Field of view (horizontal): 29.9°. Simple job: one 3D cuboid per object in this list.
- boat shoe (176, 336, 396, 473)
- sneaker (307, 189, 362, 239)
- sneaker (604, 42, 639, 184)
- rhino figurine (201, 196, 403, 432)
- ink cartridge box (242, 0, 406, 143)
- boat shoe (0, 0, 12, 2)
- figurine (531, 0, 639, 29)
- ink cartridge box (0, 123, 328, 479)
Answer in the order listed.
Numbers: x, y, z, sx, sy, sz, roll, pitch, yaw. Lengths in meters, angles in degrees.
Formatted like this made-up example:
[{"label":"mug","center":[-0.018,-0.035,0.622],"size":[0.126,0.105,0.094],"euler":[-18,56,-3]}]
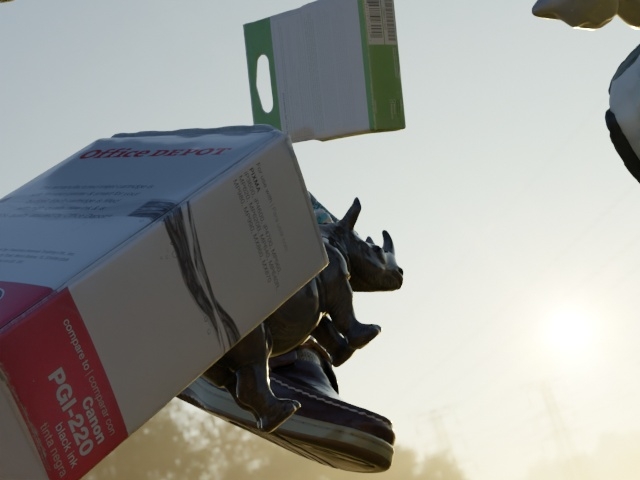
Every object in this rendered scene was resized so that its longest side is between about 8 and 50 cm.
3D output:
[{"label":"boat shoe","center":[-0.050,0.122,1.142],"size":[0.123,0.123,0.342],"euler":[33,-13,-37]},{"label":"sneaker","center":[0.000,0.000,1.100],"size":[0.076,0.166,0.065],"euler":[32,-82,-21]},{"label":"sneaker","center":[0.408,-0.178,0.902],"size":[0.410,0.158,0.182],"euler":[-45,17,-18]},{"label":"rhino figurine","center":[-0.008,0.039,0.844],"size":[0.073,0.106,0.243],"euler":[-43,-4,41]},{"label":"ink cartridge box","center":[0.001,-0.206,1.475],"size":[0.056,0.171,0.235],"euler":[-7,2,-38]},{"label":"boat shoe","center":[-0.195,-0.341,0.966],"size":[0.136,0.156,0.367],"euler":[21,-70,-35]},{"label":"figurine","center":[0.316,-0.262,1.087],"size":[0.209,0.092,0.215],"euler":[-12,-19,-43]},{"label":"ink cartridge box","center":[-0.124,0.025,0.632],"size":[0.159,0.092,0.218],"euler":[2,32,40]}]
